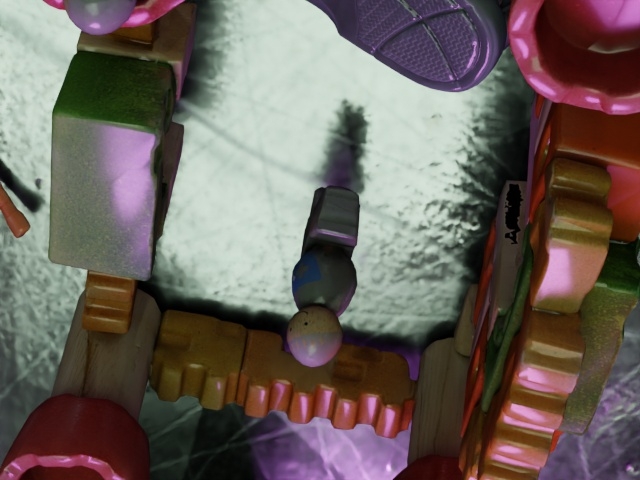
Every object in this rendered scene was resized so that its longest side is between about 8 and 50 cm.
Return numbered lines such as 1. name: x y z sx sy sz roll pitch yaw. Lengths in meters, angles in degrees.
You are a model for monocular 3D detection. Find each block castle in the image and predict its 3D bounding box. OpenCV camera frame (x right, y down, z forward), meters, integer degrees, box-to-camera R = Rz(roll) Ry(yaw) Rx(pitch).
1. block castle: 0.000 0.000 0.889 0.303 0.213 0.453 10 133 -1

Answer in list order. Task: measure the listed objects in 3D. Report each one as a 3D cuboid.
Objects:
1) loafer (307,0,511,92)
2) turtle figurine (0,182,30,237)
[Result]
1. loafer: -0.002 -0.185 0.981 0.267 0.084 0.096 39 135 3
2. turtle figurine: -0.279 -0.072 0.973 0.217 0.087 0.270 -38 114 -25
